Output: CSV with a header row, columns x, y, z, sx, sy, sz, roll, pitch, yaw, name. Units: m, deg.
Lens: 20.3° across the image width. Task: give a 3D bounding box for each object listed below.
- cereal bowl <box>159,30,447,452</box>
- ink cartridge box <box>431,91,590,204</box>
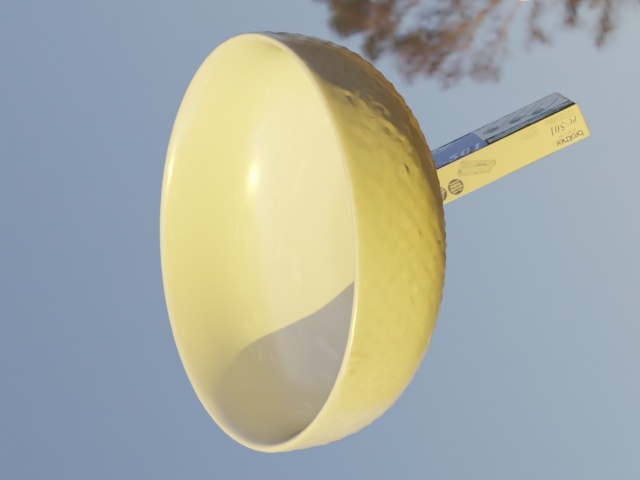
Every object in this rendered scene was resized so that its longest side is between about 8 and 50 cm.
x,y,z,sx,sy,sz,roll,pitch,yaw,name
0.000,0.000,1.459,0.141,0.339,0.339,-1,-109,-31,cereal bowl
0.207,-0.107,2.112,0.097,0.207,0.046,-117,2,-75,ink cartridge box
